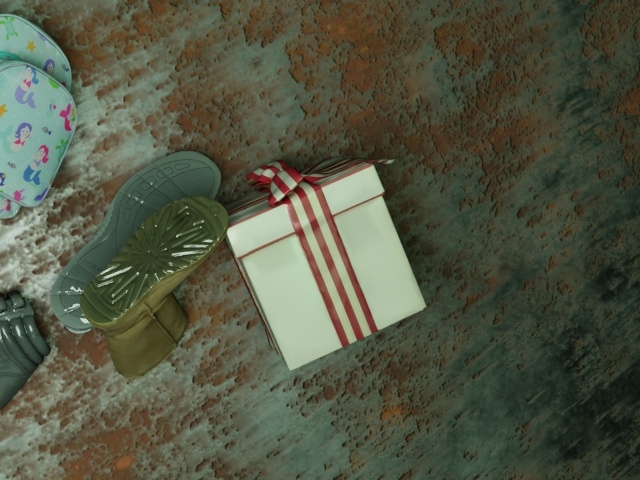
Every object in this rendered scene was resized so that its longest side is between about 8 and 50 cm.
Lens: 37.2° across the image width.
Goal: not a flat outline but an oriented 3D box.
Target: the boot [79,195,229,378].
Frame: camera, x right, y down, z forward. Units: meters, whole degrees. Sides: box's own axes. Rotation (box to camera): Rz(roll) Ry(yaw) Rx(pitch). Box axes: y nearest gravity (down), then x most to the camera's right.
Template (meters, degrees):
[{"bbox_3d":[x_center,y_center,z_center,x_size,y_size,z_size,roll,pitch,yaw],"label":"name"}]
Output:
[{"bbox_3d":[-0.217,0.070,1.320,0.236,0.269,0.089,-38,73,-13],"label":"boot"}]

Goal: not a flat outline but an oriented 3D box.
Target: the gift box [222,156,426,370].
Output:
[{"bbox_3d":[0.000,0.000,1.409,0.276,0.255,0.258,-26,102,-12],"label":"gift box"}]

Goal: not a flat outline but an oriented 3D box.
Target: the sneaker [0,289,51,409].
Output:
[{"bbox_3d":[-0.491,0.090,1.304,0.147,0.104,0.296,-42,111,-17],"label":"sneaker"}]

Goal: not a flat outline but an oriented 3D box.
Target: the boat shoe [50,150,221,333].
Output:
[{"bbox_3d":[-0.268,0.001,1.394,0.118,0.103,0.320,36,73,1],"label":"boat shoe"}]

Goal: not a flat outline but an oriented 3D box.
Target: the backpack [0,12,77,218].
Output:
[{"bbox_3d":[-0.439,-0.175,1.248,0.225,0.191,0.254,41,65,-58],"label":"backpack"}]
